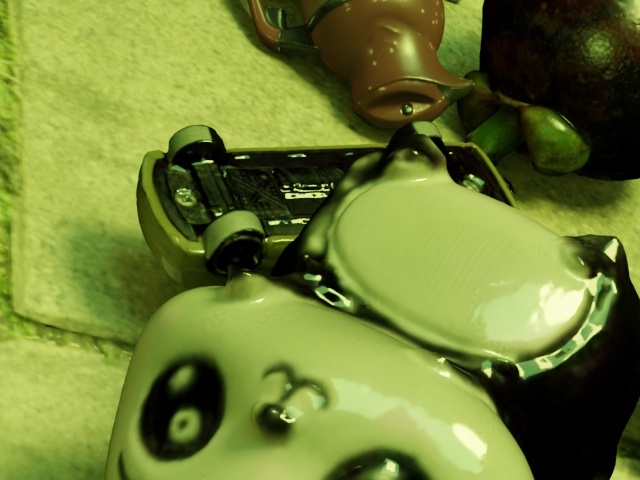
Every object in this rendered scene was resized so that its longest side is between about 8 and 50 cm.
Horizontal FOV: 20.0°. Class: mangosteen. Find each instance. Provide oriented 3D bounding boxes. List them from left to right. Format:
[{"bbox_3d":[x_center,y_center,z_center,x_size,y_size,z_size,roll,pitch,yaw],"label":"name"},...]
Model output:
[{"bbox_3d":[0.208,-0.144,1.440,0.216,0.216,0.216,20,38,-17],"label":"mangosteen"}]

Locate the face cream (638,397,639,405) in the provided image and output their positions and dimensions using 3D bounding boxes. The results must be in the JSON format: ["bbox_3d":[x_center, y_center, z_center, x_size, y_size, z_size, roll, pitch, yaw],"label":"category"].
[{"bbox_3d":[0.308,0.110,1.266,0.337,0.080,0.163,19,77,-19],"label":"face cream"}]

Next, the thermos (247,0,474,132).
[{"bbox_3d":[0.010,-0.235,1.413,0.136,0.109,0.330,-10,73,-28],"label":"thermos"}]

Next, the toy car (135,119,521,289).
[{"bbox_3d":[0.000,0.000,1.174,0.257,0.124,0.101,-3,45,-26],"label":"toy car"}]

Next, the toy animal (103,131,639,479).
[{"bbox_3d":[0.025,0.116,0.971,0.251,0.251,0.310,40,54,10],"label":"toy animal"}]
